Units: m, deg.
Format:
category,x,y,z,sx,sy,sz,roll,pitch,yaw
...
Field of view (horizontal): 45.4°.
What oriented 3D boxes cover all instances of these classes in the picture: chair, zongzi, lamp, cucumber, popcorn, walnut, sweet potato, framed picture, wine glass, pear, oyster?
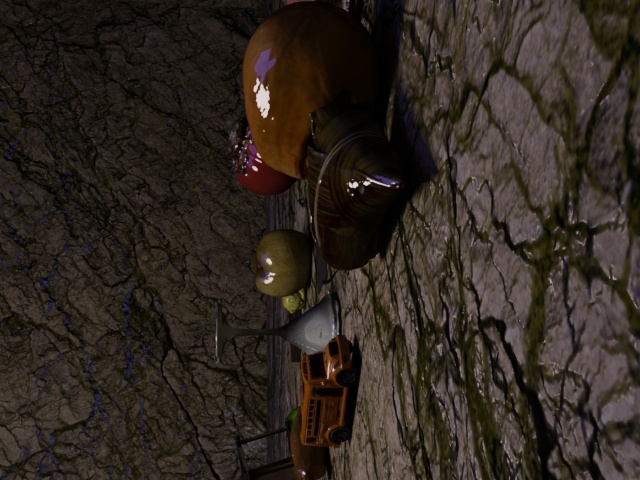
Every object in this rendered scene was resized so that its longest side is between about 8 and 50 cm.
category,x,y,z,sx,sy,sz,roll,pitch,yaw
chair,-0.111,0.574,1.813,0.141,0.154,0.260,-125,25,-57
zongzi,0.052,-0.022,0.966,0.241,0.111,0.248,-113,19,-56
lamp,-0.112,-0.217,1.821,0.227,0.226,0.227,-179,90,-82
cucumber,-0.058,0.440,1.875,0.250,0.056,0.056,117,153,-67
popcorn,-0.064,0.145,1.958,0.083,0.059,0.068,-66,-21,0
walnut,-0.014,-0.208,1.112,0.298,0.203,0.203,103,165,-53
sweet potato,-0.025,0.408,1.587,0.244,0.077,0.077,-95,9,-59
framed picture,-0.069,0.229,2.097,0.168,0.023,0.128,-97,12,-46
wine glass,-0.085,0.174,1.447,0.156,0.232,0.156,180,90,-82
pear,-0.095,0.053,1.885,0.167,0.136,0.167,178,90,-78
oyster,0.050,-0.369,1.271,0.086,0.029,0.132,-89,2,-51

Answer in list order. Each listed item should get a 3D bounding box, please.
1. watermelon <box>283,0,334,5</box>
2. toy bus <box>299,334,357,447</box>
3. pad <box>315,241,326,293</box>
category,x,y,z,sx,sy,sz,roll,pitch,yaw
watermelon,-0.018,-0.533,1.510,0.193,0.139,0.257,129,132,-70
toy bus,0.009,0.252,1.275,0.083,0.088,0.194,-100,13,-58
pad,0.000,0.000,1.687,0.143,0.003,0.211,110,159,-69
